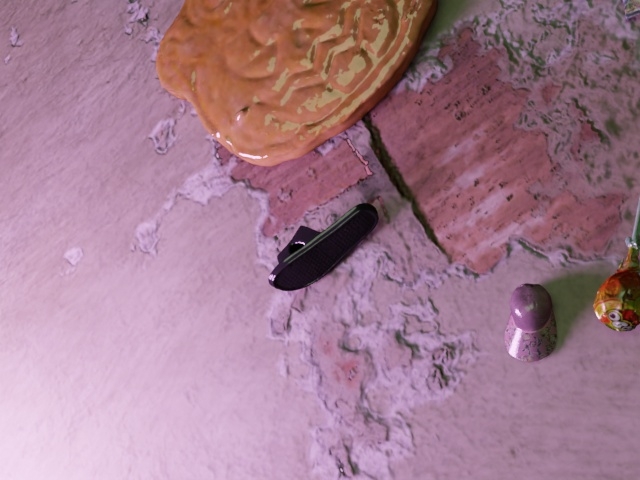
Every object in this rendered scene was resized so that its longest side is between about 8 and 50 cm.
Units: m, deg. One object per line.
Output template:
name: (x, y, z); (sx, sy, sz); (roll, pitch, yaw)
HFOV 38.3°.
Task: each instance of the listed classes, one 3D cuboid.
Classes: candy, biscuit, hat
candy: (0.336, 0.000, 0.986); (0.060, 0.060, 0.201); (8, 71, 27)
biscuit: (-0.036, -0.299, 1.240); (0.365, 0.062, 0.385); (41, 94, 30)
hat: (0.228, 0.088, 1.008); (0.058, 0.042, 0.087); (9, 79, 27)

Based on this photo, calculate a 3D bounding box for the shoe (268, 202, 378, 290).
shoe: (0.000, 0.000, 1.135); (0.159, 0.062, 0.053); (-37, 50, 11)

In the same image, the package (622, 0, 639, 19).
package: (0.362, -0.310, 1.083); (0.037, 0.015, 0.110); (-19, 66, 25)
